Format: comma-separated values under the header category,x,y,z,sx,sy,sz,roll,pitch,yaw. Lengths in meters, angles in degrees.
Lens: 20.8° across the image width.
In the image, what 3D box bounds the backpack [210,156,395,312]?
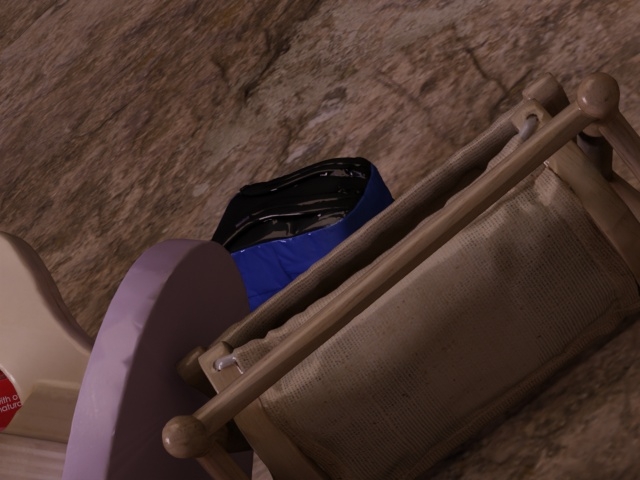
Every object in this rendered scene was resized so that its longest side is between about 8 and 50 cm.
category,x,y,z,sx,sy,sz,roll,pitch,yaw
backpack,0.000,0.000,1.192,0.120,0.101,0.098,-20,33,28

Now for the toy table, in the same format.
category,x,y,z,sx,sy,sz,roll,pitch,yaw
toy table,-0.147,0.130,0.980,0.161,0.252,0.274,5,71,23

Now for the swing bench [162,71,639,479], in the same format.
category,x,y,z,sx,sy,sz,roll,pitch,yaw
swing bench,0.068,0.050,0.876,0.253,0.165,0.254,-39,8,2

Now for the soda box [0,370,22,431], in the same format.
category,x,y,z,sx,sy,sz,roll,pitch,yaw
soda box,-0.271,0.149,1.191,0.263,0.083,0.092,-17,4,-9
